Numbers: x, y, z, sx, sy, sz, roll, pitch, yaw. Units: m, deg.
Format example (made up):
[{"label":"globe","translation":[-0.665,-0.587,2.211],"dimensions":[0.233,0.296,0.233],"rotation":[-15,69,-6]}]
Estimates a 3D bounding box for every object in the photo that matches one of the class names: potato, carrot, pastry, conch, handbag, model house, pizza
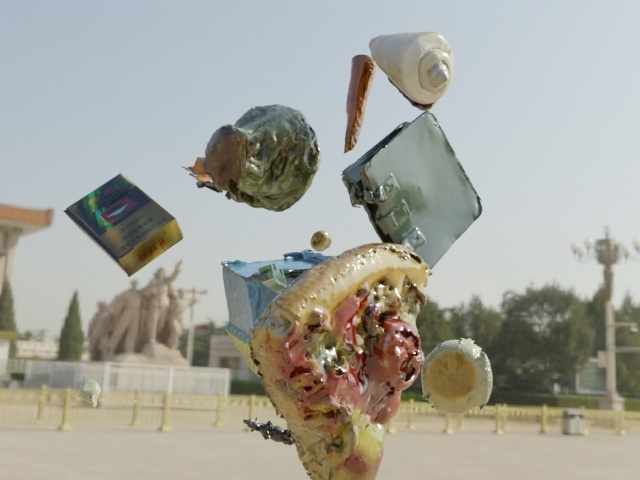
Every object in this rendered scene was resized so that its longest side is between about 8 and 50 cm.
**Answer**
[{"label":"potato","translation":[0.000,0.000,1.839],"dimensions":[0.051,0.040,0.083],"rotation":[-40,-16,-6]},{"label":"carrot","translation":[0.077,-0.277,1.664],"dimensions":[0.057,0.224,0.057],"rotation":[8,-20,3]},{"label":"pastry","translation":[0.284,0.284,1.673],"dimensions":[0.165,0.166,0.088],"rotation":[-2,-7,25]},{"label":"conch","translation":[0.183,-0.352,1.554],"dimensions":[0.127,0.255,0.158],"rotation":[-42,-47,9]},{"label":"handbag","translation":[0.178,-0.085,1.521],"dimensions":[0.079,0.248,0.260],"rotation":[-12,24,48]},{"label":"model house","translation":[-0.084,0.180,1.704],"dimensions":[0.215,0.303,0.237],"rotation":[-2,7,-22]},{"label":"pizza","translation":[0.062,0.208,1.123],"dimensions":[0.130,0.406,0.440],"rotation":[6,11,31]}]

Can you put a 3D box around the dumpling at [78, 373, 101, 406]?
[{"label":"dumpling","translation":[-0.571,0.374,1.980],"dimensions":[0.076,0.052,0.057],"rotation":[32,-40,16]}]

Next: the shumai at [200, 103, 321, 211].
[{"label":"shumai","translation":[-0.138,-0.204,1.649],"dimensions":[0.225,0.261,0.222],"rotation":[-33,-45,16]}]

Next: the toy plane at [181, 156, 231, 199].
[{"label":"toy plane","translation":[-0.250,-0.136,1.958],"dimensions":[0.188,0.062,0.135],"rotation":[38,15,9]}]

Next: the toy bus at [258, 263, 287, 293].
[{"label":"toy bus","translation":[-0.084,0.067,1.423],"dimensions":[0.031,0.037,0.083],"rotation":[-18,-19,9]}]

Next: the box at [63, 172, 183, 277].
[{"label":"box","translation":[-0.434,-0.038,1.768],"dimensions":[0.240,0.159,0.071],"rotation":[35,-25,36]}]

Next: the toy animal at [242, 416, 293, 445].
[{"label":"toy animal","translation":[-0.127,0.464,1.957],"dimensions":[0.135,0.047,0.065],"rotation":[16,-14,-1]}]
